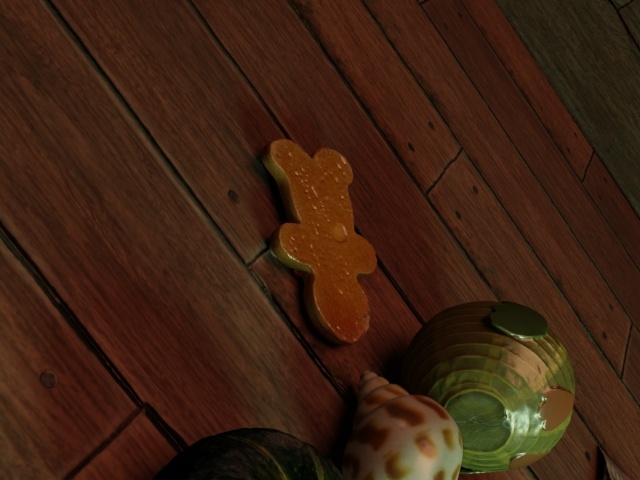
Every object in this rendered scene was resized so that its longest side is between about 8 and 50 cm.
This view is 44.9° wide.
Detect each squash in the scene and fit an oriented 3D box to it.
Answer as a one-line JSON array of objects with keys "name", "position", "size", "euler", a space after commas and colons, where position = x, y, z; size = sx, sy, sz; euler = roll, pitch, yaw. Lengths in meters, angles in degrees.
[{"name": "squash", "position": [-0.065, 0.306, 0.748], "size": [0.252, 0.165, 0.252], "euler": [32, 45, -38]}]

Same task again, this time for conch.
[{"name": "conch", "position": [0.101, 0.285, 0.975], "size": [0.148, 0.183, 0.275], "euler": [7, 47, 2]}]

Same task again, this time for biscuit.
[{"name": "biscuit", "position": [-0.001, 0.001, 1.137], "size": [0.205, 0.049, 0.324], "euler": [6, 60, -47]}]

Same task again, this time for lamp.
[{"name": "lamp", "position": [0.243, 0.201, 1.134], "size": [0.250, 0.250, 0.284], "euler": [55, 22, -6]}]

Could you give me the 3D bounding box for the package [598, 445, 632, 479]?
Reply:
[{"name": "package", "position": [0.599, 0.538, 1.467], "size": [0.204, 0.062, 0.251], "euler": [49, 33, -16]}]
